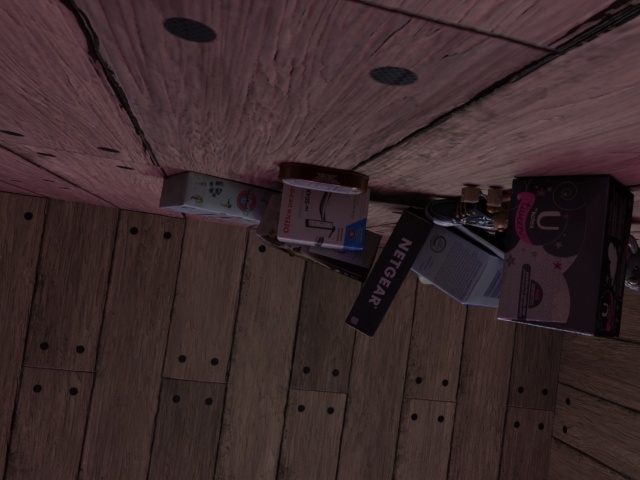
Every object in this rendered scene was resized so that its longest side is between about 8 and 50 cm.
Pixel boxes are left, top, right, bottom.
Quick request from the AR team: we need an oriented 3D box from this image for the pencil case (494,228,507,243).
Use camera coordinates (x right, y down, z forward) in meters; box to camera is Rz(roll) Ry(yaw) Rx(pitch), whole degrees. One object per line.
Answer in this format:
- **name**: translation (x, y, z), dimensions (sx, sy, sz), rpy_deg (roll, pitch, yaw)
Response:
- **pencil case**: translation (0.608, 0.017, 1.388), dimensions (0.306, 0.120, 0.133), rpy_deg (10, 170, -34)

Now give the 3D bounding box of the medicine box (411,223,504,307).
- **medicine box**: translation (0.389, 0.052, 1.475), dimensions (0.263, 0.149, 0.289), rpy_deg (12, -161, -48)

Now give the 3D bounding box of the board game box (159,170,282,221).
- **board game box**: translation (-0.274, -0.112, 1.472), dimensions (0.303, 0.098, 0.224), rpy_deg (11, 176, -33)

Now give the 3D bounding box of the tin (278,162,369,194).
- **tin**: translation (0.006, -0.126, 1.073), dimensions (0.189, 0.040, 0.106), rpy_deg (8, -179, -7)

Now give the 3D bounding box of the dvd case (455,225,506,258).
- **dvd case**: translation (0.398, -0.003, 1.252), dimensions (0.253, 0.022, 0.180), rpy_deg (39, -173, 31)

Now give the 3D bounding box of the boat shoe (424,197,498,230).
- **boat shoe**: translation (0.325, -0.070, 1.148), dimensions (0.183, 0.065, 0.083), rpy_deg (8, 164, 14)

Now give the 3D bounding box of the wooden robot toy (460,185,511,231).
- **wooden robot toy**: translation (0.359, -0.058, 1.021), dimensions (0.173, 0.079, 0.076), rpy_deg (8, 177, -21)

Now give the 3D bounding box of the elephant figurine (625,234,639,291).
- **elephant figurine**: translation (0.658, 0.033, 1.187), dimensions (0.239, 0.169, 0.186), rpy_deg (-12, 137, 11)

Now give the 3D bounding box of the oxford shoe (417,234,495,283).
- **oxford shoe**: translation (0.531, 0.034, 1.688), dimensions (0.449, 0.130, 0.169), rpy_deg (-14, 159, 14)

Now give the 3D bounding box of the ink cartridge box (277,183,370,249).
- **ink cartridge box**: translation (0.006, -0.060, 1.214), dimensions (0.203, 0.148, 0.086), rpy_deg (7, 176, 0)

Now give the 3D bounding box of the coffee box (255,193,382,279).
- **coffee box**: translation (0.000, 0.000, 1.341), dimensions (0.297, 0.119, 0.168), rpy_deg (21, 172, 7)

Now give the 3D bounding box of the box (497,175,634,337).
- **box**: translation (0.410, 0.026, 0.872), dimensions (0.163, 0.247, 0.142), rpy_deg (4, 174, 45)

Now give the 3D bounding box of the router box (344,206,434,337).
- **router box**: translation (0.182, 0.069, 1.307), dimensions (0.081, 0.309, 0.243), rpy_deg (29, -169, 9)
